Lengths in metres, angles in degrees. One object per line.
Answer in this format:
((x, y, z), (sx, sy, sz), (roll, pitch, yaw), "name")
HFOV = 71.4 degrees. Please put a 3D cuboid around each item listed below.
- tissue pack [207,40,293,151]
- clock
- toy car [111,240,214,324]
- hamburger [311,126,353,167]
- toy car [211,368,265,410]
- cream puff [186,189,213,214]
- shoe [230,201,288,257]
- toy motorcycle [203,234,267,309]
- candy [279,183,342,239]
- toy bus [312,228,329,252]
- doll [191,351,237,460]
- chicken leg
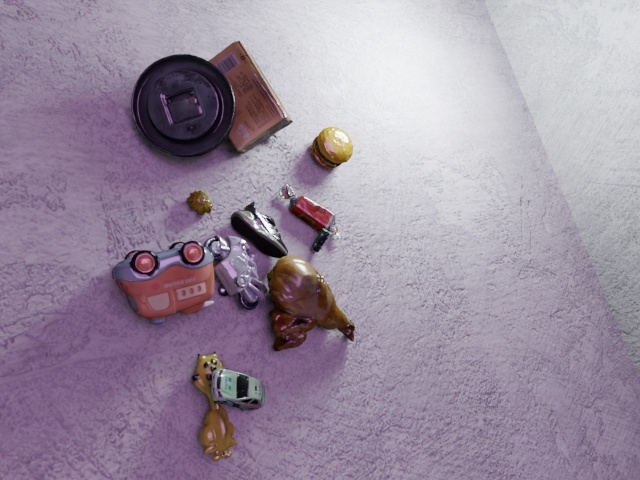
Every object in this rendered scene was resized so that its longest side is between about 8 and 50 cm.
((-0.261, -0.486, 1.561), (0.238, 0.238, 0.305), (-34, 92, -34), "tissue pack")
((-0.428, -0.421, 1.411), (0.319, 0.066, 0.318), (0, 89, -3), "clock")
((-0.427, 0.119, 1.249), (0.270, 0.180, 0.212), (-13, 95, -29), "toy car")
((0.047, -0.358, 1.726), (0.162, 0.115, 0.162), (9, 71, -26), "hamburger")
((-0.224, 0.422, 1.259), (0.224, 0.076, 0.090), (49, 31, -55), "toy car")
((-0.382, -0.123, 1.426), (0.083, 0.058, 0.083), (-10, 77, -35), "cream puff")
((-0.189, -0.039, 1.494), (0.227, 0.099, 0.112), (38, 51, -13), "shoe")
((-0.252, 0.084, 1.409), (0.260, 0.110, 0.171), (57, 44, -8), "toy motorcycle")
((-0.029, -0.100, 1.627), (0.292, 0.059, 0.086), (33, 61, -15), "candy")
((0.000, 0.000, 1.601), (0.031, 0.037, 0.083), (29, 101, -20), "toy bus")
((-0.298, 0.462, 1.257), (0.117, 0.086, 0.291), (0, 70, -41), "doll")
((-0.042, 0.251, 1.462), (0.409, 0.182, 0.295), (41, 66, -31), "chicken leg")
